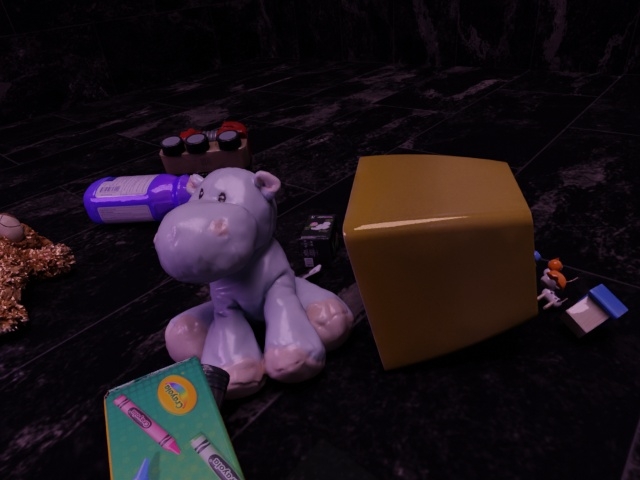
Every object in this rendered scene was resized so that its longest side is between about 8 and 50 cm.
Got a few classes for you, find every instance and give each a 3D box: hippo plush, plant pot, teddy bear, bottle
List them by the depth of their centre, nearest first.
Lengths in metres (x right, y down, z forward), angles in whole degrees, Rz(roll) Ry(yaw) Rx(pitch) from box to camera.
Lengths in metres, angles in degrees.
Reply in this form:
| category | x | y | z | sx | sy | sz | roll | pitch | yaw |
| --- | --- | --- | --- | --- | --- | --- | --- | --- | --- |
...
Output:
| category | x | y | z | sx | sy | sz | roll | pitch | yaw |
| --- | --- | --- | --- | --- | --- | --- | --- | --- | --- |
| plant pot | 0.155 | 0.008 | 0.547 | 0.187 | 0.212 | 0.212 | -10 | 30 | 17 |
| hippo plush | -0.077 | 0.028 | 0.566 | 0.234 | 0.236 | 0.294 | 8 | 35 | 23 |
| teddy bear | -0.572 | 0.052 | 0.743 | 0.245 | 0.113 | 0.338 | -3 | 32 | 2 |
| bottle | -0.361 | -0.094 | 0.954 | 0.283 | 0.092 | 0.118 | -3 | 32 | 6 |

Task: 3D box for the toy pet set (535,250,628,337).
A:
| category | x | y | z | sx | sy | sz | roll | pitch | yaw |
| --- | --- | --- | --- | --- | --- | --- | --- | --- | --- |
| toy pet set | 0.325 | 0.060 | 0.556 | 0.065 | 0.122 | 0.114 | -35 | 63 | 1 |

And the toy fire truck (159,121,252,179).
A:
| category | x | y | z | sx | sy | sz | roll | pitch | yaw |
| --- | --- | --- | --- | --- | --- | --- | --- | --- | --- |
| toy fire truck | -0.291 | -0.254 | 1.177 | 0.217 | 0.158 | 0.246 | -6 | 42 | 2 |

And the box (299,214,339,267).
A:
| category | x | y | z | sx | sy | sz | roll | pitch | yaw |
| --- | --- | --- | --- | --- | --- | --- | --- | --- | --- |
| box | 0.000 | 0.000 | 0.763 | 0.052 | 0.062 | 0.083 | 0 | 33 | 13 |

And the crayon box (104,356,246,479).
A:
| category | x | y | z | sx | sy | sz | roll | pitch | yaw |
| --- | --- | --- | --- | --- | --- | --- | --- | --- | --- |
| crayon box | -0.070 | 0.237 | 0.296 | 0.081 | 0.165 | 0.278 | -19 | 34 | -20 |

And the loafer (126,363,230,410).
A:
| category | x | y | z | sx | sy | sz | roll | pitch | yaw |
| --- | --- | --- | --- | --- | --- | --- | --- | --- | --- |
| loafer | -0.174 | 0.184 | 0.471 | 0.170 | 0.062 | 0.061 | -25 | 46 | 27 |
